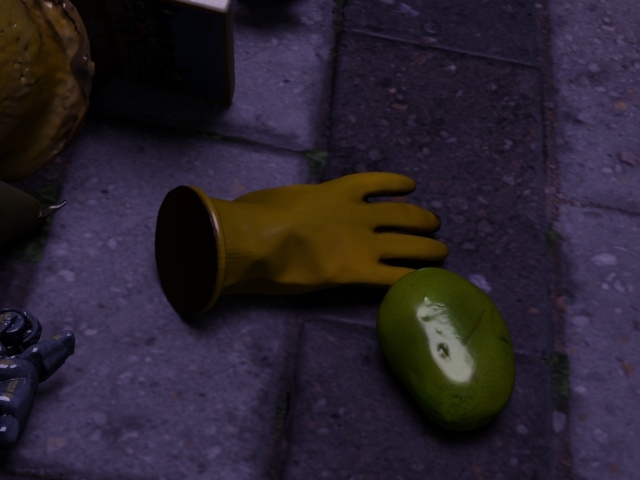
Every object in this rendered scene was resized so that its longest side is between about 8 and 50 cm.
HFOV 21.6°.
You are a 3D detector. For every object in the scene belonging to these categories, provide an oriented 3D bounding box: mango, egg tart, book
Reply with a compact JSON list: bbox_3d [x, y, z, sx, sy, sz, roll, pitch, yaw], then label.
[{"bbox_3d":[0.117,0.097,1.506,0.117,0.089,0.163,-8,55,-34],"label":"mango"},{"bbox_3d":[-0.351,-0.164,1.537,0.288,0.288,0.118,14,25,2],"label":"egg tart"},{"bbox_3d":[-0.269,-0.227,1.676,0.374,0.262,0.028,13,74,1],"label":"book"}]

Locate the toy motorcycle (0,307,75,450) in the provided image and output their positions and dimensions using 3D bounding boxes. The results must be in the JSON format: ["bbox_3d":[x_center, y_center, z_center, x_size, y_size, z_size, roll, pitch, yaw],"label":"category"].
[{"bbox_3d":[-0.281,0.126,1.377,0.124,0.061,0.193,29,48,28],"label":"toy motorcycle"}]

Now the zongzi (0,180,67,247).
[{"bbox_3d":[-0.376,0.087,1.363,0.418,0.181,0.447,24,52,-44],"label":"zongzi"}]

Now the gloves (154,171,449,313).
[{"bbox_3d":[0.000,0.001,1.592,0.294,0.116,0.133,-4,69,-33],"label":"gloves"}]

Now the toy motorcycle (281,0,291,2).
[{"bbox_3d":[-0.019,-0.346,1.972,0.204,0.108,0.239,0,41,-15],"label":"toy motorcycle"}]
